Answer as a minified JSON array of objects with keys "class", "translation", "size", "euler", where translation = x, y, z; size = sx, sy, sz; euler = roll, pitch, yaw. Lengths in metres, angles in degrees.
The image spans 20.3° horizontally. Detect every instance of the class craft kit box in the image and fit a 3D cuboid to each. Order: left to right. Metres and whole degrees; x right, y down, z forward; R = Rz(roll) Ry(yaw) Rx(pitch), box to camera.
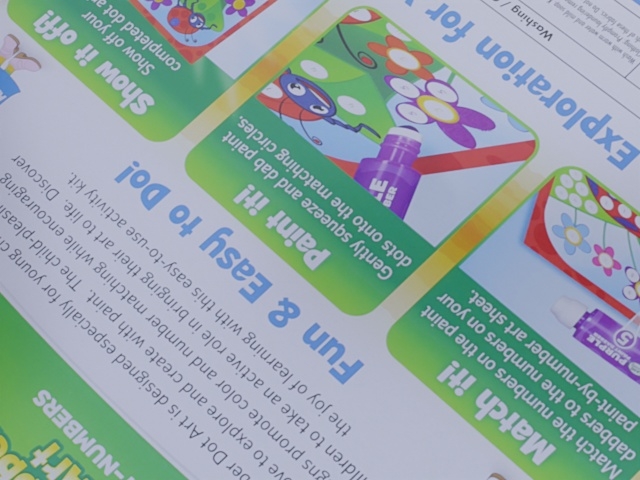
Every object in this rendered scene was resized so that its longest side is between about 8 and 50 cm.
[{"class":"craft kit box","translation":[0.000,0.000,0.499],"size":[0.250,0.246,0.061],"euler":[41,162,24]}]
